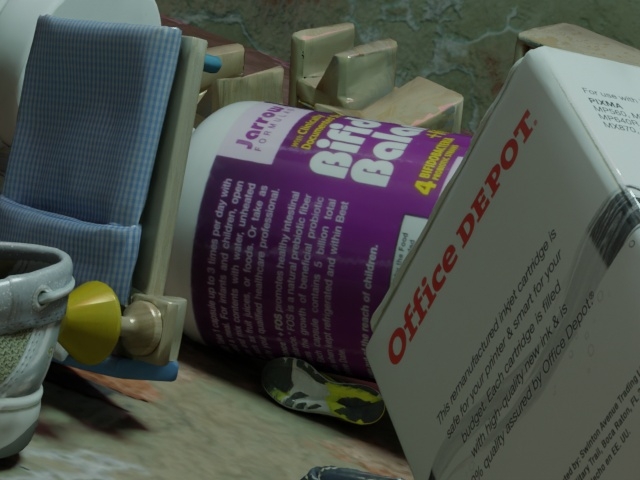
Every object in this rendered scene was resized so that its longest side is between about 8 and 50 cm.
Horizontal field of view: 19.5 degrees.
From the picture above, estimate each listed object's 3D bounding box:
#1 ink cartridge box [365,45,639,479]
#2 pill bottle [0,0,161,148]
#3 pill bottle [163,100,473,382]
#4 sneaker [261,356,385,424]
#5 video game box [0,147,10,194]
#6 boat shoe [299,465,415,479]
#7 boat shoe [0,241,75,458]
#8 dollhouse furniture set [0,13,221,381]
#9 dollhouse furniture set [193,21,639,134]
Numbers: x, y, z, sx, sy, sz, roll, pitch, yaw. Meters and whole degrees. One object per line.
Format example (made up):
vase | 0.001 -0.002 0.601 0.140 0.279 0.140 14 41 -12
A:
ink cartridge box | 0.138 0.076 0.801 0.114 0.197 0.273 8 38 -27
pill bottle | -0.283 -0.176 1.334 0.334 0.188 0.188 25 12 29
pill bottle | 0.000 0.000 1.207 0.301 0.169 0.169 11 8 18
sneaker | 0.002 0.099 1.166 0.083 0.031 0.035 20 -11 16
video game box | -0.234 -0.052 1.425 0.187 0.048 0.205 27 13 25
boat shoe | 0.109 0.152 0.936 0.254 0.079 0.095 18 19 2
boat shoe | -0.266 0.024 0.841 0.320 0.103 0.118 14 12 -29
dollhouse furniture set | -0.203 -0.090 1.032 0.198 0.286 0.303 8 4 -45
dollhouse furniture set | 0.120 -0.023 1.655 0.394 0.256 0.362 -16 31 -36
